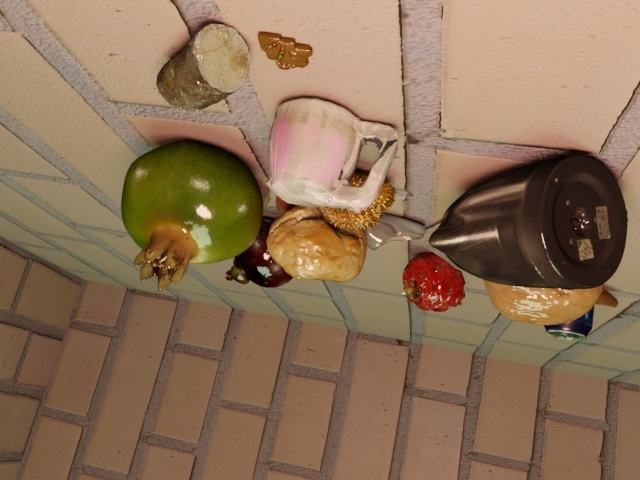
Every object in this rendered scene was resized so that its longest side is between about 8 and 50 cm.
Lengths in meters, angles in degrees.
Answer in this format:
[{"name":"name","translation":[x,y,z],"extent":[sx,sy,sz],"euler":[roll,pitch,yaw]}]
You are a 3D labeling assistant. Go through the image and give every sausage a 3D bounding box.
[{"name":"sausage","translation":[-0.070,-0.105,1.466],"extent":[0.065,0.065,0.169],"euler":[16,162,-11]}]

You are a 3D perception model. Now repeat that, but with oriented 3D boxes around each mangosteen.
[{"name":"mangosteen","translation":[-0.164,0.043,1.741],"extent":[0.216,0.216,0.216],"euler":[12,163,4]}]

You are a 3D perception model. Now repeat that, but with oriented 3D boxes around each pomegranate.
[{"name":"pomegranate","translation":[-0.289,-0.075,1.293],"extent":[0.310,0.358,0.216],"euler":[10,132,7]}]

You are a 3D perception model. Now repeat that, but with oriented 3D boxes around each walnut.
[{"name":"walnut","translation":[0.494,0.079,1.361],"extent":[0.261,0.224,0.225],"euler":[-3,162,2]}]

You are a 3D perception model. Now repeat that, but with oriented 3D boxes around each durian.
[{"name":"durian","translation":[0.070,-0.087,1.308],"extent":[0.168,0.136,0.158],"euler":[7,143,-9]}]

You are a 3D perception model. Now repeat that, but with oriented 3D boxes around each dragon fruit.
[{"name":"dragon fruit","translation":[0.318,0.120,1.729],"extent":[0.210,0.172,0.172],"euler":[15,165,-38]}]

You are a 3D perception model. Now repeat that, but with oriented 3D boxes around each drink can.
[{"name":"drink can","translation":[0.614,0.139,1.503],"extent":[0.118,0.204,0.118],"euler":[12,163,4]}]

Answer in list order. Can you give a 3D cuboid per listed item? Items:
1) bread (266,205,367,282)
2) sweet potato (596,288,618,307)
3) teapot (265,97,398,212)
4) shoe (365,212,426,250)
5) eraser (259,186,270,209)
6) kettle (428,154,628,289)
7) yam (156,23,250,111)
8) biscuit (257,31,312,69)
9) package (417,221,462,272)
[{"name":"bread","translation":[0.000,0.000,1.405],"extent":[0.245,0.134,0.244],"euler":[23,-155,-11]},{"name":"sweet potato","translation":[0.699,0.140,1.703],"extent":[0.256,0.058,0.078],"euler":[11,-176,18]},{"name":"teapot","translation":[0.009,-0.138,1.099],"extent":[0.222,0.178,0.163],"euler":[16,163,-14]},{"name":"shoe","translation":[0.135,-0.021,1.522],"extent":[0.251,0.100,0.103],"euler":[10,164,0]},{"name":"eraser","translation":[-0.229,-0.059,1.471],"extent":[0.157,0.230,0.038],"euler":[8,131,13]},{"name":"kettle","translation":[0.397,-0.030,1.171],"extent":[0.321,0.228,0.324],"euler":[-14,-177,-30]},{"name":"yam","translation":[-0.191,-0.266,0.976],"extent":[0.107,0.107,0.183],"euler":[24,163,-32]},{"name":"biscuit","translation":[-0.057,-0.291,0.935],"extent":[0.092,0.016,0.082],"euler":[24,161,-37]},{"name":"package","translation":[0.380,0.025,1.561],"extent":[0.251,0.062,0.204],"euler":[20,161,-11]}]
